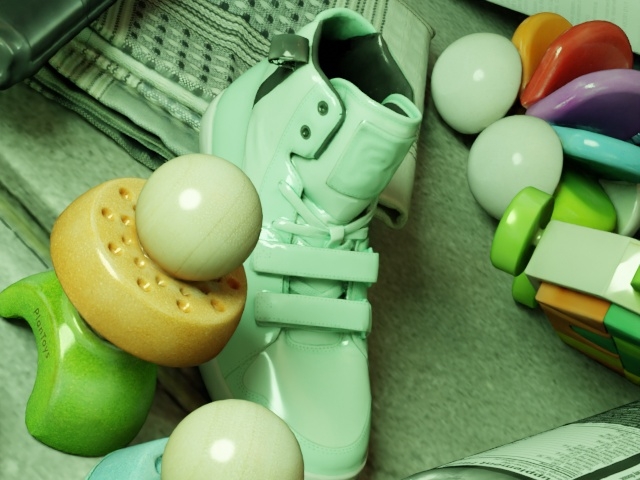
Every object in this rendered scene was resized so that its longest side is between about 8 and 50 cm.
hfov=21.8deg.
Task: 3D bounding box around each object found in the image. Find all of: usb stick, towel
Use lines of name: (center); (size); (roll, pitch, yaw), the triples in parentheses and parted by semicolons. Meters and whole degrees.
usb stick: (-0.144, -0.165, 0.966); (0.077, 0.045, 0.278); (30, 35, 2)
towel: (-0.063, -0.146, 1.093); (0.312, 0.056, 0.324); (34, 36, -14)

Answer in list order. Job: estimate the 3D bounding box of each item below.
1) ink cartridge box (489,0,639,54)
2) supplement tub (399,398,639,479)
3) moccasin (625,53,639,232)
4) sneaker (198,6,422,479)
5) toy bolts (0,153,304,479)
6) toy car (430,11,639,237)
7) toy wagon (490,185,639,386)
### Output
ink cartridge box: (0.214, -0.281, 1.399); (0.307, 0.072, 0.303); (25, 43, 30)
supplement tub: (0.130, 0.193, 0.799); (0.338, 0.207, 0.207); (-9, 60, -49)
moccasin: (0.261, -0.089, 1.322); (0.116, 0.138, 0.342); (23, 26, -22)
sneaker: (0.000, 0.000, 0.890); (0.094, 0.151, 0.256); (4, 64, -29)
toy bolts: (-0.105, 0.066, 0.735); (0.218, 0.158, 0.228); (5, 50, -43)
toy car: (0.180, -0.087, 1.194); (0.159, 0.136, 0.182); (19, 41, -43)
toy wagon: (0.230, 0.054, 1.004); (0.267, 0.068, 0.344); (25, -5, 18)
